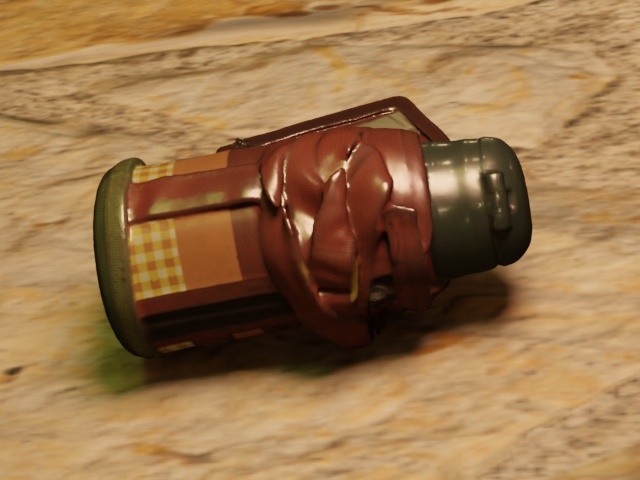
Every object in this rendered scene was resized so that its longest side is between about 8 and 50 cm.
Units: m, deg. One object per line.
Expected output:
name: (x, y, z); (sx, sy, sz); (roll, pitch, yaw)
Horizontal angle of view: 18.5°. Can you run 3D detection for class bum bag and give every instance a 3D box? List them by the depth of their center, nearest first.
bum bag: (0.013, -0.056, 1.420); (0.159, 0.026, 0.109); (-17, 37, -16)

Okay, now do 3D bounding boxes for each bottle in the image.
bottle: (0.000, 0.000, 1.256); (0.271, 0.143, 0.156); (-9, -2, 9)
